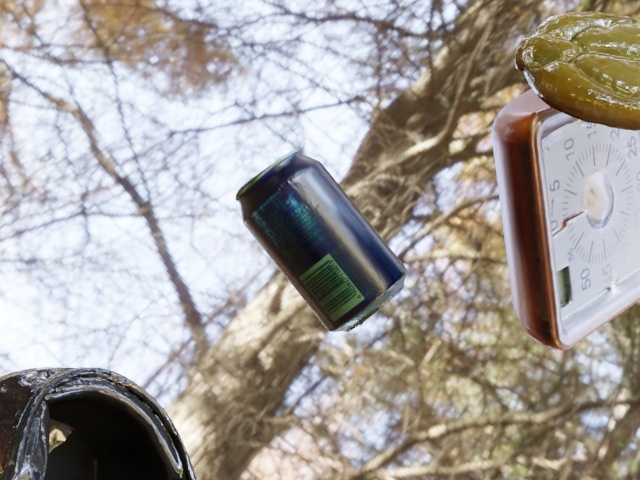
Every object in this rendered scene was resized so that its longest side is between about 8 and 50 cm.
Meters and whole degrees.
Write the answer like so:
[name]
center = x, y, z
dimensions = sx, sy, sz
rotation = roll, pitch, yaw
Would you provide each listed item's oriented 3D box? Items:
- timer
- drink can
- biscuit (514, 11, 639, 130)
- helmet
[timer]
center = 0.273, -0.040, 1.146
dimensions = 0.161, 0.250, 0.257
rotation = 1, -69, 32
[drink can]
center = 0.000, 0.000, 1.197
dimensions = 0.205, 0.118, 0.118
rotation = 52, -46, 0
[biscuit]
center = 0.326, -0.173, 1.046
dimensions = 0.260, 0.203, 0.041
rotation = 9, -52, 10
[helmet]
center = -0.195, 0.189, 0.731
dimensions = 0.189, 0.216, 0.193
rotation = 42, -19, -34
